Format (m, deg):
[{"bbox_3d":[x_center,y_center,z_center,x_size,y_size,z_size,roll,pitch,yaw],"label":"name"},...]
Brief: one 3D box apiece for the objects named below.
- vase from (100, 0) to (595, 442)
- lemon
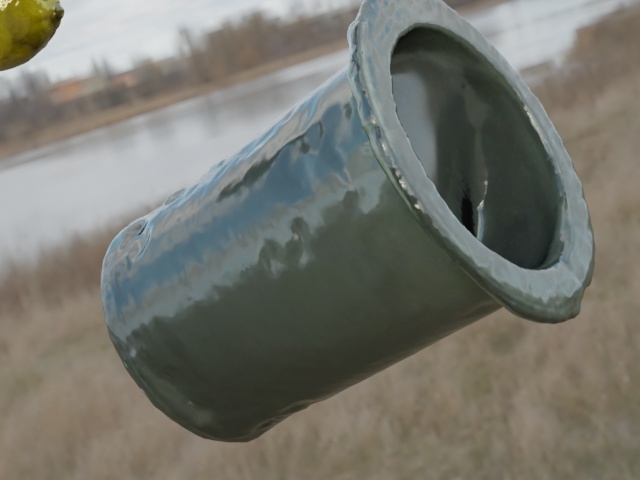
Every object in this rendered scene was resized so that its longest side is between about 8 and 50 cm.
[{"bbox_3d":[0.000,0.000,1.185,0.291,0.245,0.245,-30,-1,30],"label":"vase"},{"bbox_3d":[-0.230,-0.157,1.202,0.110,0.082,0.082,-4,13,35],"label":"lemon"}]
